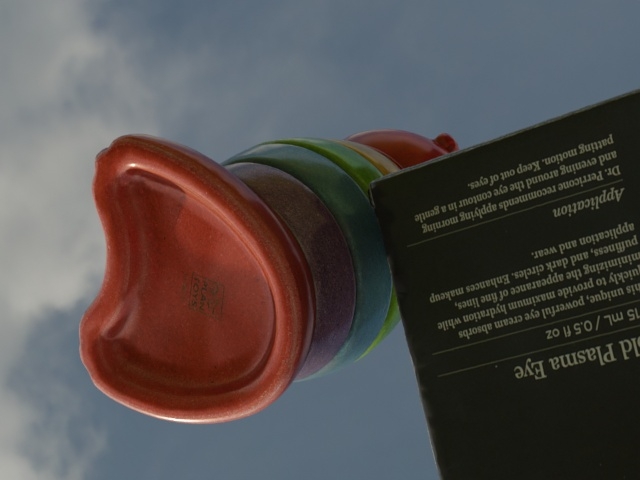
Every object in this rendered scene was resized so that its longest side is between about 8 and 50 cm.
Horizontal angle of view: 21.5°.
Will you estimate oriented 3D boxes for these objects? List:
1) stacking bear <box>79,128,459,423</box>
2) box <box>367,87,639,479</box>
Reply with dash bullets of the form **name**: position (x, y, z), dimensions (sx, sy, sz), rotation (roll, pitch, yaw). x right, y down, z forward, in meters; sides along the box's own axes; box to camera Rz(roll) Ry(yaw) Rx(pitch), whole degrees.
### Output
- **stacking bear**: position (0.000, 0.000, 1.108), dimensions (0.164, 0.175, 0.289), rotation (21, -155, 28)
- **box**: position (0.239, 0.071, 0.940), dimensions (0.343, 0.179, 0.313), rotation (-17, -100, 35)
